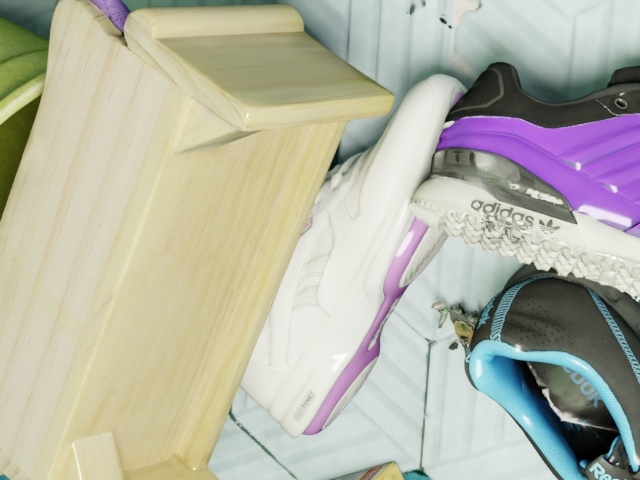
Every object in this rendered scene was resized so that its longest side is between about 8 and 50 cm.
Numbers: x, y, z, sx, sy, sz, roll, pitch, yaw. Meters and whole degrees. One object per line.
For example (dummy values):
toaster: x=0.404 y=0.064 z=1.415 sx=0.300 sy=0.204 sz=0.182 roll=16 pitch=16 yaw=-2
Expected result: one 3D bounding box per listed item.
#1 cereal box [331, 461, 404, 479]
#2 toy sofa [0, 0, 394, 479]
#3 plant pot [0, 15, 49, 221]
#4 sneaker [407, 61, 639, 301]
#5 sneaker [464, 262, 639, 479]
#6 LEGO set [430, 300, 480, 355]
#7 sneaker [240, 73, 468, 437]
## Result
cereal box: x=-0.010 y=0.286 z=1.361 sx=0.240 sy=0.047 sz=0.173 roll=-22 pitch=95 yaw=33
toy sofa: x=-0.113 y=0.011 z=1.169 sx=0.177 sy=0.150 sz=0.362 roll=38 pitch=119 yaw=30
plant pot: x=-0.283 y=-0.074 z=1.284 sx=0.254 sy=0.276 sz=0.276 roll=37 pitch=121 yaw=26
sneaker: x=0.216 y=-0.037 z=1.096 sx=0.293 sy=0.102 sz=0.146 roll=19 pitch=79 yaw=3
sneaker: x=0.226 y=0.164 z=1.136 sx=0.341 sy=0.140 sz=0.125 roll=43 pitch=120 yaw=8
LEGO set: x=0.115 y=0.070 z=1.236 sx=0.083 sy=0.023 sz=0.054 roll=54 pitch=149 yaw=-17
sneaker: x=0.000 y=0.000 z=1.218 sx=0.152 sy=0.114 sz=0.305 roll=36 pitch=120 yaw=12
